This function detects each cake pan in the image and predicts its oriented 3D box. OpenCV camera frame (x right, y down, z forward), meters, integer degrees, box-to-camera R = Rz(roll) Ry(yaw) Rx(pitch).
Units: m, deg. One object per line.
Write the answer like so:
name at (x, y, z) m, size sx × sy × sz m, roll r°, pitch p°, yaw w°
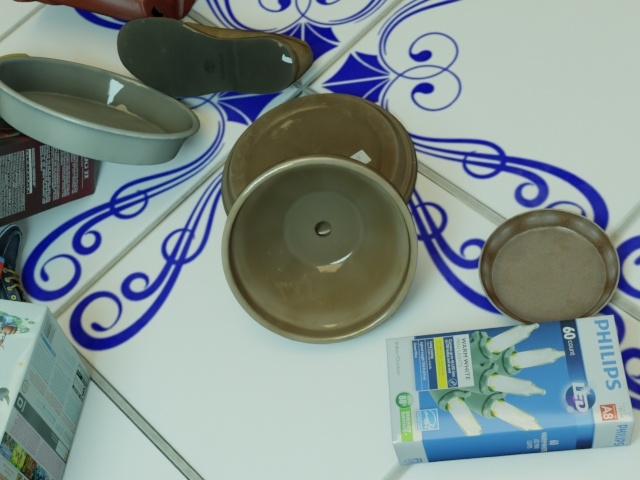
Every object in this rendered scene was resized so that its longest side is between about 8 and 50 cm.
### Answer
cake pan at (-0.315, -0.180, 1.381) m, size 0.293 × 0.293 × 0.054 m, roll 30°, pitch 112°, yaw 27°

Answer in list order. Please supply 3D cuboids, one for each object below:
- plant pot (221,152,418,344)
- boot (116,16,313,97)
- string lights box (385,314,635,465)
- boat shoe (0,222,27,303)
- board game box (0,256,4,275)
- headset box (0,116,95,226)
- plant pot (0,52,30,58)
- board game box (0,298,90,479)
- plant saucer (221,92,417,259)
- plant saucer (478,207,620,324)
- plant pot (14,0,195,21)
plant pot at (0.000, 0.000, 1.236) m, size 0.238 × 0.237 × 0.109 m, roll -13°, pitch 17°, yaw 6°
boot at (-0.157, -0.274, 1.482) m, size 0.306 × 0.112 × 0.115 m, roll 11°, pitch 24°, yaw 20°
string lights box at (0.210, 0.171, 1.132) m, size 0.260 × 0.076 × 0.133 m, roll -8°, pitch 57°, yaw 9°
boat shoe at (-0.431, 0.063, 1.362) m, size 0.083 × 0.065 × 0.183 m, roll 13°, pitch 70°, yaw 15°
board game box at (-0.590, 0.141, 1.263) m, size 0.309 × 0.086 × 0.301 m, roll 5°, pitch 75°, yaw 4°
headset box at (-0.461, -0.107, 1.362) m, size 0.218 × 0.293 × 0.110 m, roll 10°, pitch 106°, yaw 17°
plant pot at (-0.467, -0.242, 1.542) m, size 0.081 × 0.081 × 0.083 m, roll 31°, pitch 59°, yaw 27°
board game box at (-0.368, 0.249, 1.132) m, size 0.098 × 0.224 × 0.303 m, roll 6°, pitch 61°, yaw 7°
plant saucer at (-0.007, -0.099, 1.369) m, size 0.278 × 0.041 × 0.277 m, roll -6°, pitch 58°, yaw 9°
plant saucer at (0.280, 0.038, 1.225) m, size 0.169 × 0.029 × 0.168 m, roll -6°, pitch 59°, yaw 10°
plant pot at (-0.331, -0.464, 1.548) m, size 0.265 × 0.272 × 0.272 m, roll 22°, pitch 67°, yaw 15°
